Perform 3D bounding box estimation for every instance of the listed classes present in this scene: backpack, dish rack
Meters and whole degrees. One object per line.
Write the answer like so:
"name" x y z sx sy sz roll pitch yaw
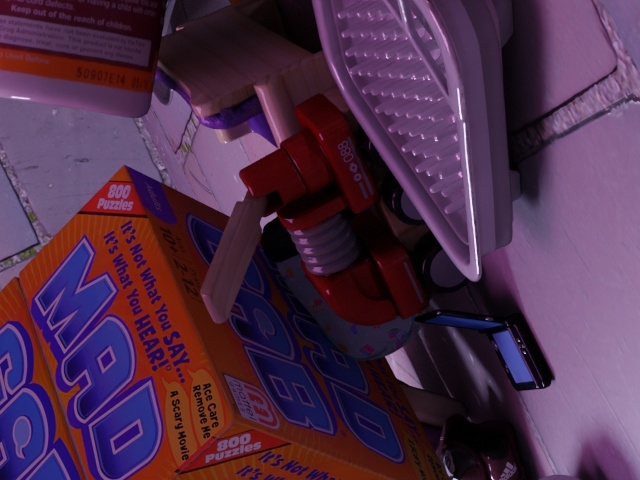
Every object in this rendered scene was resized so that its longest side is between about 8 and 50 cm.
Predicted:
"backpack" 0.035 0.035 1.774 0.182 0.152 0.115 53 -150 -13
"dish rack" 0.072 -0.153 1.289 0.285 0.072 0.333 57 169 33

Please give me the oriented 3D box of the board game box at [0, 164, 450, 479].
"board game box" -0.146 0.212 1.771 0.356 0.356 0.356 27 -154 -44

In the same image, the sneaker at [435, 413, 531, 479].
"sneaker" 0.195 0.291 1.731 0.281 0.106 0.162 48 151 36

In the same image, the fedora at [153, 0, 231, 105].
"fedora" -0.167 -0.312 2.041 0.244 0.124 0.275 -175 68 -77

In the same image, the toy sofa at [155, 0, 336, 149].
"toy sofa" -0.062 -0.141 1.759 0.150 0.177 0.362 68 169 -22

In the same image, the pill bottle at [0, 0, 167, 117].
"pill bottle" -0.252 -0.331 1.691 0.224 0.224 0.392 -155 75 -76

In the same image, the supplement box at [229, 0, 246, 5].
"supplement box" -0.108 -0.332 1.613 0.233 0.078 0.080 53 -169 -50

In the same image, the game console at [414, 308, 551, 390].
"game console" 0.149 0.102 1.551 0.107 0.071 0.122 64 172 2

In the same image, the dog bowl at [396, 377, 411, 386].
"dog bowl" 0.014 0.350 2.071 0.408 0.408 0.150 63 -173 7

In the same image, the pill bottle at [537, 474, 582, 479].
"pill bottle" 0.214 0.279 1.549 0.108 0.108 0.180 60 170 23

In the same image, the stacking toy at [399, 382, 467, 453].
"stacking toy" 0.062 0.326 1.907 0.141 0.141 0.330 175 110 -80

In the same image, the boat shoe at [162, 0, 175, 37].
"boat shoe" -0.209 -0.287 1.866 0.113 0.306 0.105 51 -147 13

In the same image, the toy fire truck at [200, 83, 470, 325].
"toy fire truck" 0.000 0.000 1.529 0.217 0.246 0.158 65 172 -31
